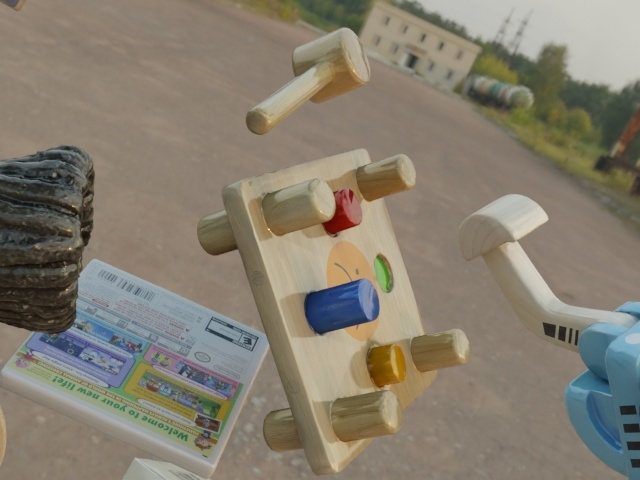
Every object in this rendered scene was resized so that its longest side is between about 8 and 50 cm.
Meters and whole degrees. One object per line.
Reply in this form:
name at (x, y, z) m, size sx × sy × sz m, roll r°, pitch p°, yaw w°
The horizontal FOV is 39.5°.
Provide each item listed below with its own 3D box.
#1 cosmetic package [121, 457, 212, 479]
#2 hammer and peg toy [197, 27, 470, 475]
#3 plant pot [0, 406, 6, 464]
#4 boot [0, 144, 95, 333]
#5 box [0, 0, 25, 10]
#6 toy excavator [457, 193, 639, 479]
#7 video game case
cosmetic package at (-0.256, 0.467, 1.231) m, size 0.113 × 0.309 × 0.160 m, roll 25°, pitch -5°, yaw 29°
hammer and peg toy at (0.000, 0.000, 0.814) m, size 0.127 × 0.361 × 0.266 m, roll -16°, pitch 5°, yaw 29°
plant pot at (-0.490, 0.315, 0.886) m, size 0.334 × 0.334 × 0.305 m, roll 18°, pitch 28°, yaw -29°
boot at (-0.296, -0.008, 0.630) m, size 0.260 × 0.131 × 0.348 m, roll 1°, pitch 5°, yaw -18°
box at (-0.198, -0.165, 0.380) m, size 0.136 × 0.036 × 0.225 m, roll 27°, pitch -4°, yaw -13°
toy excavator at (0.406, 0.160, 1.251) m, size 0.222 × 0.433 × 0.445 m, roll -29°, pitch 22°, yaw -31°
video game case at (-0.172, 0.118, 0.878) m, size 0.212 × 0.023 × 0.193 m, roll 24°, pitch 35°, yaw 0°
